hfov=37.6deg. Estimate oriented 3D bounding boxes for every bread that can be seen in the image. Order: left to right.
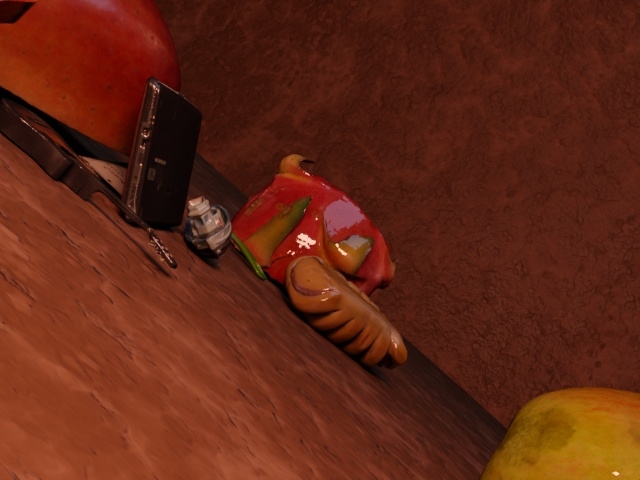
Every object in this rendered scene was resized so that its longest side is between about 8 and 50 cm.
[{"bbox_3d":[0.040,0.115,1.391,0.225,0.081,0.134,42,6,-26],"label":"bread"}]

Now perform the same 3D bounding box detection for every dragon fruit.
[{"bbox_3d":[0.000,0.000,1.563,0.290,0.189,0.290,40,2,-2],"label":"dragon fruit"}]

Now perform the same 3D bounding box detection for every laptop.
[{"bbox_3d":[-0.172,-0.092,1.048,0.026,0.154,0.207,13,0,4],"label":"laptop"}]

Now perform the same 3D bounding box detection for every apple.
[{"bbox_3d":[-0.345,-0.238,1.068,0.365,0.329,0.295,32,53,-59],"label":"apple"},{"bbox_3d":[0.235,0.247,0.787,0.226,0.246,0.246,22,-1,9],"label":"apple"}]

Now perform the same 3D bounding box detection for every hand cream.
[{"bbox_3d":[-0.217,-0.069,1.122,0.080,0.050,0.234,42,6,4],"label":"hand cream"}]

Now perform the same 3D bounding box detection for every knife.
[{"bbox_3d":[-0.134,0.003,1.420,0.166,0.022,0.078,41,7,31],"label":"knife"}]

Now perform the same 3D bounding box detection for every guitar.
[{"bbox_3d":[-0.219,-0.051,0.887,0.233,0.025,0.088,42,2,12],"label":"guitar"}]

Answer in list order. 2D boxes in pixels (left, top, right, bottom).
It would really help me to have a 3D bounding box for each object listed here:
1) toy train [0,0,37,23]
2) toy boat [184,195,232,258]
[{"bbox_3d":[-0.322,-0.216,0.809,0.074,0.176,0.118,-13,81,-48],"label":"toy train"},{"bbox_3d":[-0.140,-0.022,1.146,0.140,0.059,0.066,-116,-177,-68],"label":"toy boat"}]
